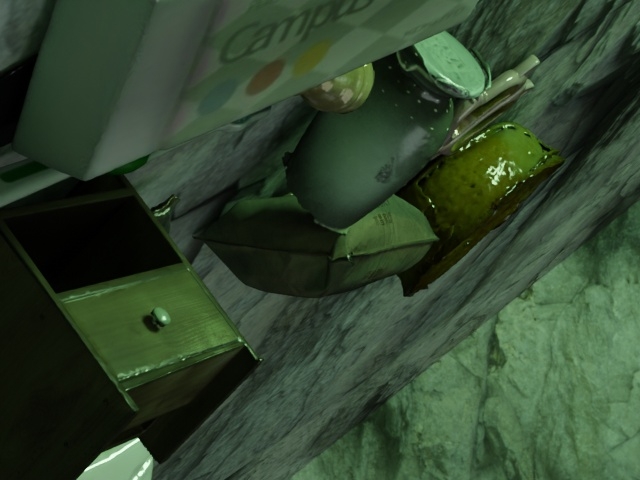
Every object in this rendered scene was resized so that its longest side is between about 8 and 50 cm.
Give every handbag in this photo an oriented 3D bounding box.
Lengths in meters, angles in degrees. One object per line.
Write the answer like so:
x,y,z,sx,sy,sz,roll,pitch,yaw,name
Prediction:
0.000,0.000,1.691,0.270,0.182,0.117,-12,110,-66,handbag

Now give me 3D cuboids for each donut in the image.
0.181,-0.050,2.087,0.272,0.107,0.272,-38,172,-7,donut

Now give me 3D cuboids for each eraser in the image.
-0.018,-0.170,1.152,0.397,0.082,0.213,-28,158,-39,eraser

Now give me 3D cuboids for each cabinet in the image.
-0.186,0.065,1.233,0.148,0.215,0.175,-45,165,28,cabinet

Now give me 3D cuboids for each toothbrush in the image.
-0.163,-0.063,1.231,0.418,0.042,0.040,-27,154,-49,toothbrush

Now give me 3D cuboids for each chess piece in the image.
-0.009,-0.138,1.347,0.066,0.066,0.122,-43,163,21,chess piece

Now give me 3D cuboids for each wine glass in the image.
0.056,-0.106,1.523,0.204,0.111,0.111,-46,165,30,wine glass

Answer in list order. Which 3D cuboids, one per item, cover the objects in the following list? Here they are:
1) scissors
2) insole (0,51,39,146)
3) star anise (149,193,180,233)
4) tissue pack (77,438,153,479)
0.123,-0.104,1.903,0.317,0.024,0.160,-37,169,-6,scissors
-0.215,-0.085,1.106,0.348,0.009,0.119,-32,164,-25,insole
-0.164,0.007,1.393,0.129,0.056,0.124,-50,-156,-19,star anise
-0.313,0.315,1.570,0.266,0.194,0.356,-20,131,-46,tissue pack
